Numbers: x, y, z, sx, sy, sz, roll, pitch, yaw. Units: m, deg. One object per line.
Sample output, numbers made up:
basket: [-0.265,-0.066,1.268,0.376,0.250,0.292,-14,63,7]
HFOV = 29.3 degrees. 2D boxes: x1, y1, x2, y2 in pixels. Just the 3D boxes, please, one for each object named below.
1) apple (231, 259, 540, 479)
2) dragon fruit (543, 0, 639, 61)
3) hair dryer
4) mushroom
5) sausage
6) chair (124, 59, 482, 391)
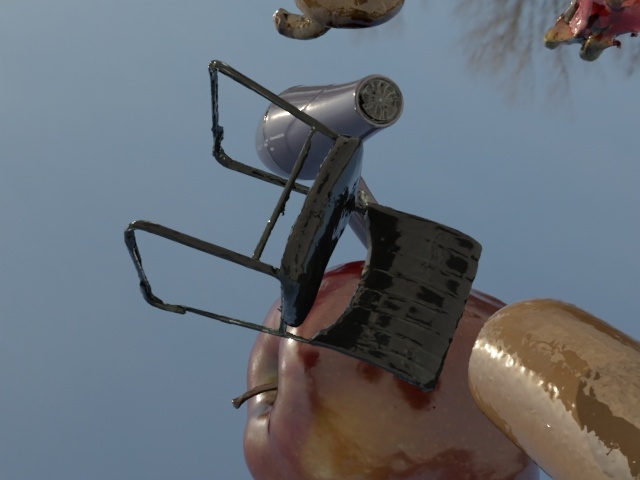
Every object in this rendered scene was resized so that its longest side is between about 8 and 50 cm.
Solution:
apple: [0.072,0.160,1.247,0.316,0.288,0.288,12,-139,-7]
dragon fruit: [0.349,-0.289,1.432,0.133,0.207,0.150,48,-154,-14]
hair dryer: [0.076,-0.044,1.506,0.121,0.301,0.361,-41,-78,-22]
mushroom: [0.003,-0.203,1.011,0.073,0.129,0.088,54,-136,-33]
sausage: [0.206,0.127,0.898,0.123,0.123,0.253,4,-164,-24]
chair: [0.000,0.000,0.839,0.221,0.145,0.140,21,-112,6]
